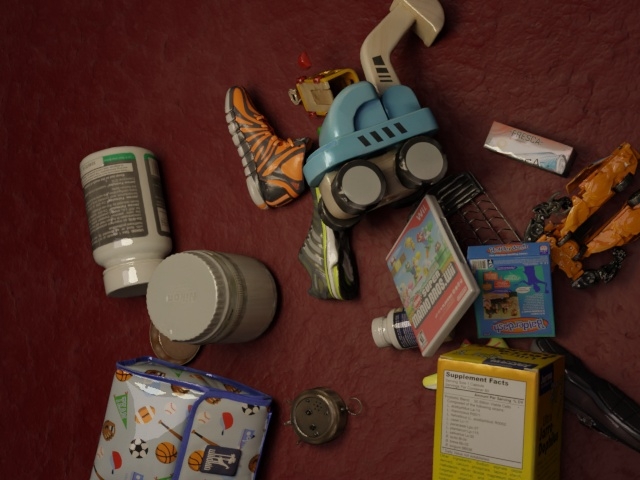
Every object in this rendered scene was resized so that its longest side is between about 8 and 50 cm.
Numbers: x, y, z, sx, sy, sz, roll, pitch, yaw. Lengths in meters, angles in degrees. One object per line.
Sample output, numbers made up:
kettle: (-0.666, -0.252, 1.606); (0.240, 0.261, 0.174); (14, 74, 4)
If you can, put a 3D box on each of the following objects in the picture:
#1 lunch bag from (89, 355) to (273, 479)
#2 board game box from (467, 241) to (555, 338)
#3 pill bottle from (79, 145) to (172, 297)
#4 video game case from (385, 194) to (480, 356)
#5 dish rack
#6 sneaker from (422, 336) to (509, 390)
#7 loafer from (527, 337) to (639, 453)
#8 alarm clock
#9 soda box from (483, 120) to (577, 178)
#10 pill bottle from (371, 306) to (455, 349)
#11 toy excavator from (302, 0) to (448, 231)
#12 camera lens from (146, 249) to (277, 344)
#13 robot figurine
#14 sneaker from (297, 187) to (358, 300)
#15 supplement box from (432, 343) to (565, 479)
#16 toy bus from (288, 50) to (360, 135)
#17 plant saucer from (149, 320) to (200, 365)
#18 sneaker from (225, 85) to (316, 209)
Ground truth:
lunch bag: (-0.327, 0.483, 1.907); (0.385, 0.239, 0.328); (14, 91, 11)
board game box: (0.389, 0.104, 1.597); (0.160, 0.047, 0.210); (-3, 123, 16)
pill bottle: (-0.499, -0.045, 2.052); (0.204, 0.204, 0.361); (-18, 77, 24)
video game case: (0.226, 0.070, 1.646); (0.204, 0.025, 0.285); (-61, 31, 36)
dish rack: (0.311, -0.010, 1.714); (0.208, 0.074, 0.271); (-39, 69, 18)
sneaker: (0.311, 0.261, 1.690); (0.208, 0.081, 0.094); (-23, 74, 12)
loafer: (0.529, 0.320, 1.569); (0.302, 0.109, 0.095); (42, 122, 30)
alarm clock: (0.009, 0.404, 1.835); (0.192, 0.064, 0.129); (-20, 76, 20)
soda box: (0.444, -0.193, 1.673); (0.183, 0.058, 0.063); (24, 96, 27)
pill bottle: (0.203, 0.189, 1.737); (0.169, 0.094, 0.094); (-15, 79, 24)
toy excavator: (0.131, -0.298, 1.716); (0.433, 0.222, 0.445); (-22, 84, -12)
camera lens: (-0.248, 0.136, 1.868); (0.219, 0.274, 0.219); (-3, 83, 27)
robot figurine: (0.550, -0.041, 1.573); (0.211, 0.085, 0.291); (44, 106, 1)
sneaker: (0.000, 0.000, 1.854); (0.121, 0.111, 0.300); (-13, 77, 29)
supplement box: (0.343, 0.395, 1.515); (0.194, 0.195, 0.357); (4, 93, 31)
toy bus: (0.021, -0.355, 1.870); (0.104, 0.191, 0.202); (-27, 66, -18)
plant saucer: (-0.371, 0.242, 2.058); (0.168, 0.029, 0.168); (-3, 83, 27)
sneaker: (-0.111, -0.249, 1.936); (0.180, 0.124, 0.321); (-20, 87, 20)
